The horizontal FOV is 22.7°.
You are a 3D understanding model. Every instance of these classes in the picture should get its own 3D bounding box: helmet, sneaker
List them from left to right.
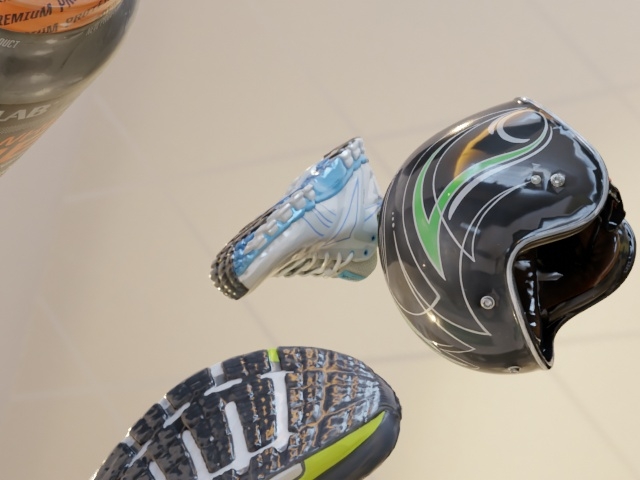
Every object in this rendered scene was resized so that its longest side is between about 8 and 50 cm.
[{"bbox_3d":[-0.069,0.167,0.814,0.300,0.111,0.121,-39,-60,19],"label":"sneaker"},{"bbox_3d":[0.000,0.000,1.077,0.083,0.071,0.191,55,-139,-6],"label":"sneaker"},{"bbox_3d":[0.118,0.003,1.062,0.161,0.169,0.169,-43,-38,-1],"label":"helmet"}]

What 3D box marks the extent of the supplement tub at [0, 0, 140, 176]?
[{"bbox_3d":[-0.230,-0.137,0.951,0.194,0.316,0.193,12,-115,-27],"label":"supplement tub"}]
